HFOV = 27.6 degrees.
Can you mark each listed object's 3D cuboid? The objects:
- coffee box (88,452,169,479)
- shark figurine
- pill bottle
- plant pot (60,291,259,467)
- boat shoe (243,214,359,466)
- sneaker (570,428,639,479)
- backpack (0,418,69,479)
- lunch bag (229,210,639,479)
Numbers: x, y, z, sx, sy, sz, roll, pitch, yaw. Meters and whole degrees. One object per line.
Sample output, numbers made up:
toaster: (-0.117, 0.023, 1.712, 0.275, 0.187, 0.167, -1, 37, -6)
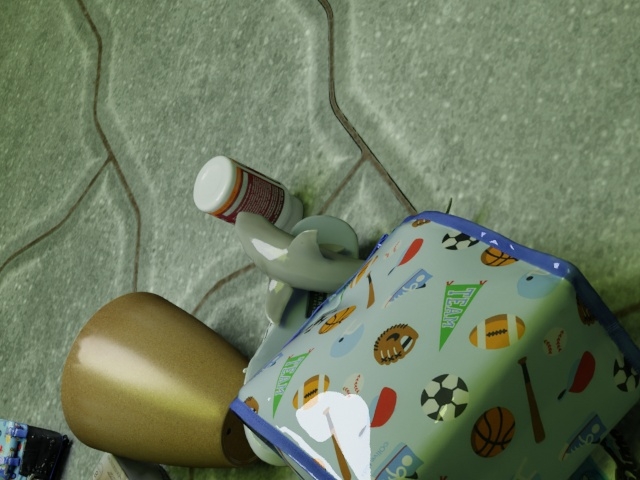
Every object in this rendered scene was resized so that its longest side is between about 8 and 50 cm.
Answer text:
coffee box: (-0.308, 0.447, 1.883, 0.246, 0.098, 0.141, -58, 38, 8)
shark figurine: (0.022, 0.014, 1.612, 0.278, 0.116, 0.166, 2, 51, 5)
pill bottle: (-0.101, -0.057, 1.873, 0.086, 0.152, 0.086, -26, 52, 39)
plant pot: (-0.185, 0.214, 1.789, 0.254, 0.237, 0.237, 16, 82, 40)
boat shoe: (-0.025, 0.150, 1.676, 0.156, 0.135, 0.367, 95, -178, -50)
sneaker: (0.294, 0.260, 1.323, 0.073, 0.063, 0.162, -56, 29, 27)
backpack: (-0.509, 0.387, 2.141, 0.158, 0.117, 0.173, -1, 72, 50)
lunch bag: (0.105, 0.151, 1.389, 0.328, 0.239, 0.385, -47, 33, -11)
